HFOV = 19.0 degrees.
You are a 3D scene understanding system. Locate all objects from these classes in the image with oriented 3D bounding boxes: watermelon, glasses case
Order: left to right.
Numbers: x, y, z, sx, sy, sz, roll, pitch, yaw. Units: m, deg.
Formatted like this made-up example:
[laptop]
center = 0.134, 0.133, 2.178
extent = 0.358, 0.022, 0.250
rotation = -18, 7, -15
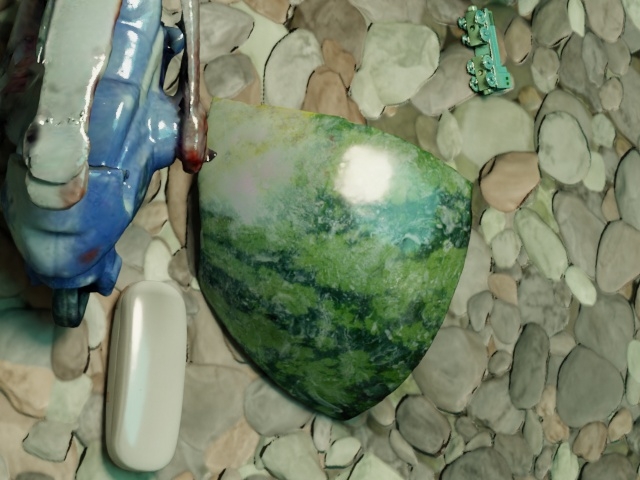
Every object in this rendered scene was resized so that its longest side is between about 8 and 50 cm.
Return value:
[glasses case]
center = -0.148, 0.115, 1.630
extent = 0.063, 0.041, 0.164
rotation = 12, 75, -37
[watermelon]
center = 0.000, 0.000, 1.707
extent = 0.260, 0.176, 0.256
rotation = 33, 103, -30

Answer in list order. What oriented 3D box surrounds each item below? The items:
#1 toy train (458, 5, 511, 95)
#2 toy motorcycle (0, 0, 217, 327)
[toy train]
center = 0.167, -0.192, 1.932
extent = 0.045, 0.029, 0.092
rotation = -5, 84, -45
[toy motorcycle]
center = -0.202, -0.103, 1.535
extent = 0.241, 0.182, 0.319
rotation = 33, 60, -59
